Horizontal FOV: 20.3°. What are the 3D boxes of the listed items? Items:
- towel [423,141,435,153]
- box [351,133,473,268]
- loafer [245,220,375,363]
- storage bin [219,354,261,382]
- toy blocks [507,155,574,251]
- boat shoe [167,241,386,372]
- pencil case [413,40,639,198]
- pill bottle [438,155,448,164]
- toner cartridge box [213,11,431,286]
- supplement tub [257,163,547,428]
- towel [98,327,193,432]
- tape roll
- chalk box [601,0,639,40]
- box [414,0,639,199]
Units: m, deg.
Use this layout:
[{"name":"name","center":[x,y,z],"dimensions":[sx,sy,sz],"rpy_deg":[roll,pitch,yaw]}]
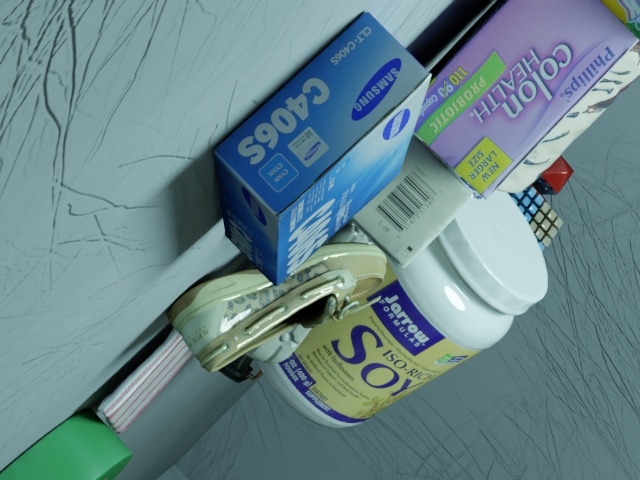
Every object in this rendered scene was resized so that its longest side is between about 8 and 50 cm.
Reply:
[{"name":"towel","center":[0.206,-0.190,2.464],"dimensions":[0.329,0.037,0.237],"rpy_deg":[-42,174,-15]},{"name":"box","center":[0.078,-0.052,1.908],"dimensions":[0.113,0.094,0.275],"rpy_deg":[-46,-173,0]},{"name":"loafer","center":[0.000,0.000,2.117],"dimensions":[0.319,0.112,0.111],"rpy_deg":[-48,-148,5]},{"name":"storage bin","center":[-0.106,0.132,2.401],"dimensions":[0.091,0.098,0.135],"rpy_deg":[-54,175,4]},{"name":"toy blocks","center":[0.237,-0.026,2.647],"dimensions":[0.261,0.191,0.381],"rpy_deg":[5,-125,56]},{"name":"boat shoe","center":[-0.035,0.075,1.975],"dimensions":[0.285,0.089,0.104],"rpy_deg":[-17,157,-34]},{"name":"pencil case","center":[0.278,-0.219,2.032],"dimensions":[0.183,0.160,0.410],"rpy_deg":[-4,149,-38]},{"name":"pill bottle","center":[0.168,-0.051,2.449],"dimensions":[0.123,0.123,0.219],"rpy_deg":[-46,171,29]},{"name":"toner cartridge box","center":[-0.003,-0.065,1.503],"dimensions":[0.165,0.075,0.348],"rpy_deg":[-44,174,-8]},{"name":"supplement tub","center":[0.094,0.067,2.252],"dimensions":[0.331,0.241,0.241],"rpy_deg":[-34,180,27]},{"name":"towel","center":[-0.204,0.158,2.093],"dimensions":[0.144,0.029,0.197],"rpy_deg":[-49,174,-11]},{"name":"tape roll","center":[-0.359,0.330,2.064],"dimensions":[0.321,0.077,0.321],"rpy_deg":[-43,175,-5]},{"name":"chalk box","center":[0.325,-0.268,1.659],"dimensions":[0.132,0.213,0.132],"rpy_deg":[-45,174,26]},{"name":"box","center":[0.197,-0.174,1.786],"dimensions":[0.213,0.117,0.243],"rpy_deg":[-46,-176,13]}]
